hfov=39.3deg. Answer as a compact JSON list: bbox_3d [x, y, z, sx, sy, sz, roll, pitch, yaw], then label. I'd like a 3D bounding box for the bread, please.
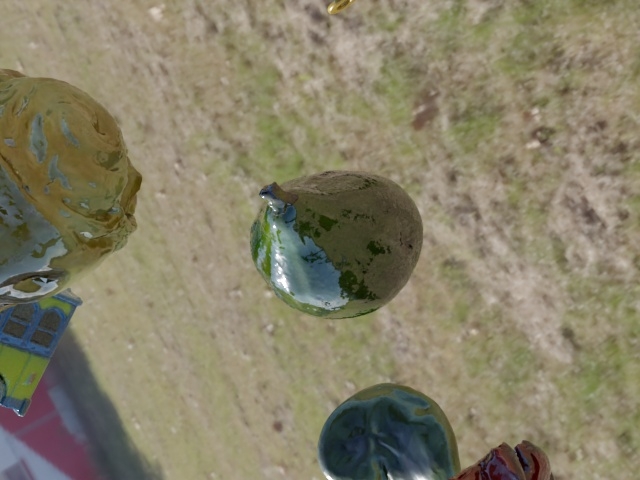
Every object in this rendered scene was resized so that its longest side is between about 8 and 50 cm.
[{"bbox_3d":[-0.235,-0.010,0.522,0.152,0.267,0.130,65,-168,-58],"label":"bread"}]

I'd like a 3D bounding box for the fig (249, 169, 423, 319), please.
[{"bbox_3d":[0.000,0.000,0.596,0.117,0.117,0.177,56,-166,13],"label":"fig"}]

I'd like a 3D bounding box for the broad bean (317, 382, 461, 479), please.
[{"bbox_3d":[0.092,0.259,1.144,0.206,0.072,0.153,-12,86,36],"label":"broad bean"}]

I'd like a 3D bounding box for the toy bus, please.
[{"bbox_3d":[-0.464,0.072,1.044,0.312,0.190,0.152,29,177,-40],"label":"toy bus"}]

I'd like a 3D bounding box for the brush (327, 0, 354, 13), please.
[{"bbox_3d":[0.113,-0.329,0.959,0.272,0.103,0.013,-35,87,22],"label":"brush"}]

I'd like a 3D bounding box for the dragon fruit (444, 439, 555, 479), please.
[{"bbox_3d":[0.141,0.195,0.601,0.092,0.122,0.192,40,161,37],"label":"dragon fruit"}]
